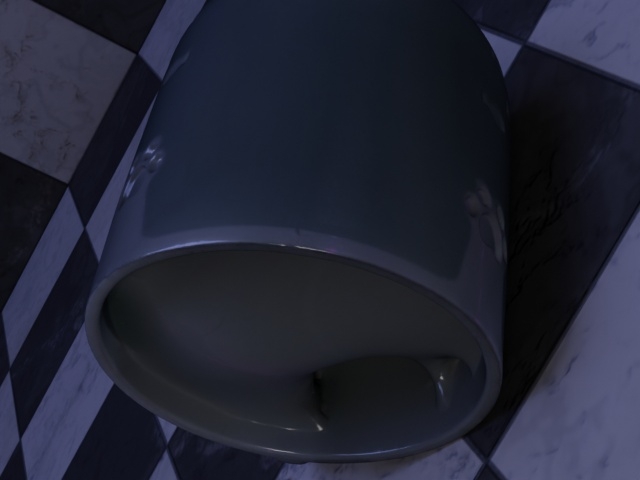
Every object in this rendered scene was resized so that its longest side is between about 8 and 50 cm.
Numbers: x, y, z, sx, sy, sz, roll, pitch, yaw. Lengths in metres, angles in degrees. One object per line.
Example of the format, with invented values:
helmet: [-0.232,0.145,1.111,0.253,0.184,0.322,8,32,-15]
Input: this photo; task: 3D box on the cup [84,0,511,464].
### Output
cup: [0.000,0.000,0.945,0.356,0.260,0.274,93,-174,-54]
